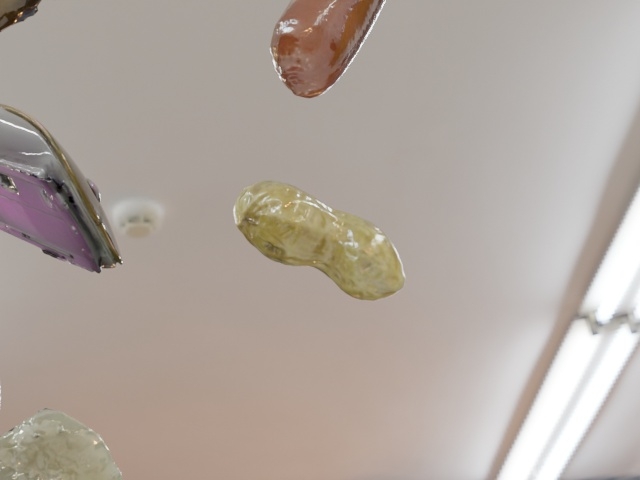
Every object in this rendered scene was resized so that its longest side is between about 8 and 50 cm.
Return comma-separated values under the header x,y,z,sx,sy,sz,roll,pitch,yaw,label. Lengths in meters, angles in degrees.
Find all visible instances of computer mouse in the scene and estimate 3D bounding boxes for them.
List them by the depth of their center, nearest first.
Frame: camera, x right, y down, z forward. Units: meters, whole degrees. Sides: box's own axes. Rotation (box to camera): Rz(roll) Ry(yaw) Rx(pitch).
x,y,z,sx,sy,sz,roll,pitch,yaw,label
-0.298,-0.058,1.189,0.310,0.072,0.158,19,-38,46,computer mouse

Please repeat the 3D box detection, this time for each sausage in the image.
x,y,z,sx,sy,sz,roll,pitch,yaw,label
0.012,-0.202,1.031,0.077,0.194,0.077,18,-38,15,sausage

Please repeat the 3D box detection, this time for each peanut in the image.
x,y,z,sx,sy,sz,roll,pitch,yaw,label
0.000,0.000,1.431,0.229,0.103,0.098,24,-33,1,peanut

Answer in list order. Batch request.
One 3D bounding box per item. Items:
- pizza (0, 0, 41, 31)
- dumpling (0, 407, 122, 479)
x,y,z,sx,sy,sz,roll,pitch,yaw,label
-0.202,-0.198,0.726,0.080,0.435,0.392,42,-18,-30,pizza
-0.254,0.264,0.846,0.175,0.227,0.243,-9,-38,-46,dumpling
